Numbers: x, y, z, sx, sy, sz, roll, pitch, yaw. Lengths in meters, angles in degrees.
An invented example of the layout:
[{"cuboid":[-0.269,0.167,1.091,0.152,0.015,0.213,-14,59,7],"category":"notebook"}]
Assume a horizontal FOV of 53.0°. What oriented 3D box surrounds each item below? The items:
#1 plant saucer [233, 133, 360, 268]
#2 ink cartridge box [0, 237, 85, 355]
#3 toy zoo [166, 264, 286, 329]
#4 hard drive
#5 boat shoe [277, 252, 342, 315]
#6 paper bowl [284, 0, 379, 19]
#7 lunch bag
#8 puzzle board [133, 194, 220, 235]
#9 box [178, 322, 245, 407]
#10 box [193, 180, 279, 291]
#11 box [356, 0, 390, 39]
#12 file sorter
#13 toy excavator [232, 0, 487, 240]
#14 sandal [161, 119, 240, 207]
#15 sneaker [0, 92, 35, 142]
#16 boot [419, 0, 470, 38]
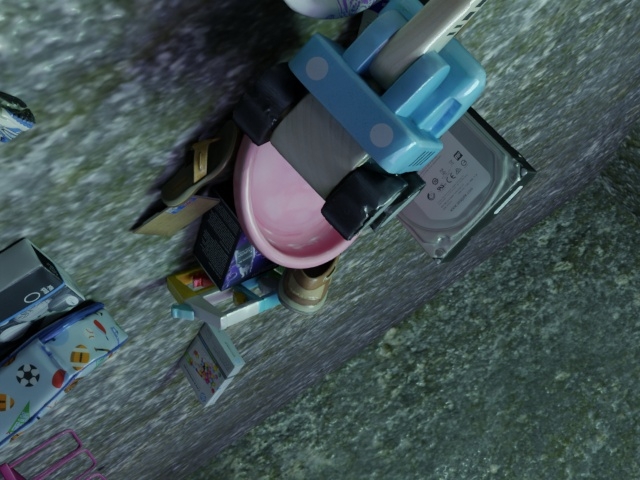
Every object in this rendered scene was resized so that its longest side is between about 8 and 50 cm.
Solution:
[{"cuboid":[-0.023,-0.119,1.106,0.332,0.084,0.332,-20,120,-39],"category":"plant saucer"},{"cuboid":[-0.543,0.138,0.971,0.333,0.065,0.165,-34,159,-10],"category":"ink cartridge box"},{"cuboid":[-0.175,0.092,1.302,0.293,0.192,0.030,-20,125,-38],"category":"toy zoo"},{"cuboid":[0.194,-0.157,1.186,0.064,0.339,0.237,-4,141,-53],"category":"hard drive"},{"cuboid":[0.000,0.000,1.301,0.116,0.123,0.324,114,-10,-46],"category":"boat shoe"},{"cuboid":[0.025,-0.398,0.690,0.284,0.148,0.284,-33,157,-16],"category":"paper bowl"},{"cuboid":[-0.492,0.236,1.117,0.303,0.115,0.243,-37,-175,0],"category":"lunch bag"},{"cuboid":[-0.248,-0.044,1.110,0.128,0.011,0.096,-32,164,22],"category":"puzzle board"},{"cuboid":[-0.279,0.311,1.625,0.038,0.145,0.186,-10,145,-47],"category":"box"},{"cuboid":[-0.140,-0.020,1.238,0.153,0.108,0.207,-24,154,-35],"category":"box"},{"cuboid":[0.119,-0.316,1.053,0.126,0.072,0.137,-10,121,-50],"category":"box"},{"cuboid":[-0.604,0.638,1.565,0.182,0.290,0.202,-32,158,-24],"category":"file sorter"},{"cuboid":[0.111,-0.224,0.753,0.445,0.222,0.433,-45,172,17],"category":"toy excavator"},{"cuboid":[-0.195,-0.123,1.016,0.180,0.072,0.049,-40,138,14],"category":"sandal"},{"cuboid":[-0.379,-0.137,0.699,0.058,0.052,0.135,-39,159,12],"category":"sneaker"},{"cuboid":[0.199,-0.383,0.973,0.305,0.112,0.115,-63,168,-1],"category":"boot"}]
